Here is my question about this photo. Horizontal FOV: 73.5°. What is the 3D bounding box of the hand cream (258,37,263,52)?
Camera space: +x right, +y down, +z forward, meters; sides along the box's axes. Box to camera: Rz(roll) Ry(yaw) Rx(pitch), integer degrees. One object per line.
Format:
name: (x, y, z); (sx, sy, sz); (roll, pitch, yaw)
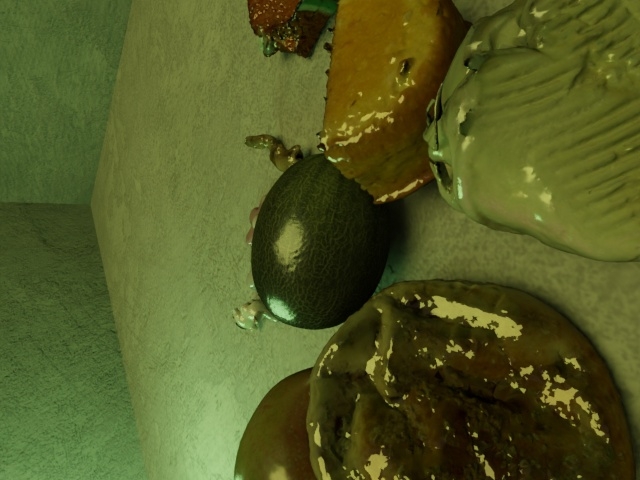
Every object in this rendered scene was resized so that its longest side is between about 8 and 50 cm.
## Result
hand cream: (-0.139, -0.573, 1.056); (0.078, 0.050, 0.205); (-15, 84, 33)

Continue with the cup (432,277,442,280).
cup: (0.179, 0.105, 0.685); (0.083, 0.075, 0.055); (43, 159, 38)

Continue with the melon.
melon: (0.000, 0.000, 0.742); (0.237, 0.237, 0.302); (23, 103, 49)

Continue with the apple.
apple: (0.018, 0.357, 0.666); (0.319, 0.319, 0.277); (56, 163, 34)

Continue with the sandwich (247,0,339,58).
sandwich: (-0.066, -0.508, 0.924); (0.292, 0.109, 0.212); (29, 118, 50)

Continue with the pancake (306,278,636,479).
pancake: (0.162, 0.214, 0.518); (0.386, 0.082, 0.387); (-6, 62, 12)

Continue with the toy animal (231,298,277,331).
toy animal: (-0.172, 0.186, 1.096); (0.124, 0.071, 0.085); (-39, 61, 45)

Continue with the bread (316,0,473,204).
bread: (0.127, -0.235, 0.601); (0.178, 0.194, 0.340); (-6, 70, 39)

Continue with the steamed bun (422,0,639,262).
steamed bun: (0.259, -0.116, 0.453); (0.280, 0.207, 0.268); (27, 92, 7)

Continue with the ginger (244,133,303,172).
ginger: (-0.079, -0.188, 0.972); (0.288, 0.075, 0.089); (39, 143, 38)

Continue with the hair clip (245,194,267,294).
hair clip: (-0.136, 0.014, 1.054); (0.146, 0.075, 0.257); (-35, 59, 51)
